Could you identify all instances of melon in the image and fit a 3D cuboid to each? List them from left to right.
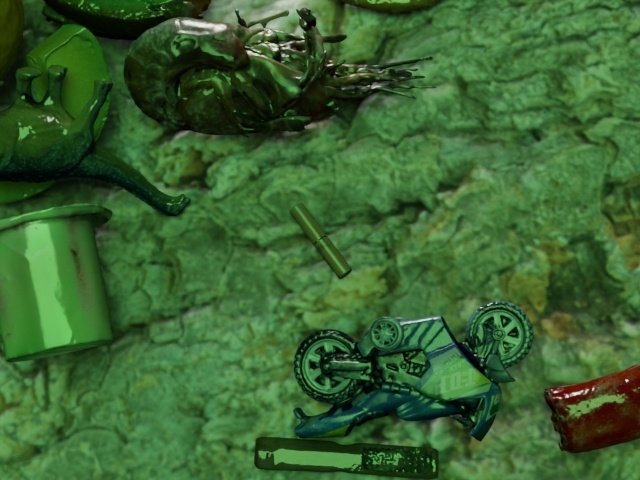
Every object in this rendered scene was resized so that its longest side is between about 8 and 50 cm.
[{"bbox_3d":[-0.308,-0.132,1.235,0.209,0.118,0.064,-43,39,-4],"label":"melon"}]

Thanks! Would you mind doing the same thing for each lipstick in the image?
[{"bbox_3d":[0.000,0.000,1.222,0.019,0.019,0.094,-36,76,-6],"label":"lipstick"}]

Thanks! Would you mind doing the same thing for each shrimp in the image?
[{"bbox_3d":[-0.040,-0.187,1.227,0.342,0.116,0.145,-2,110,-6],"label":"shrimp"}]

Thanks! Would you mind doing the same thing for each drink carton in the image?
[{"bbox_3d":[-0.278,0.047,1.175,0.144,0.146,0.142,-14,83,1],"label":"drink carton"}]

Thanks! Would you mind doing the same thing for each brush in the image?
[{"bbox_3d":[0.025,0.222,1.157,0.190,0.027,0.034,3,73,6],"label":"brush"}]

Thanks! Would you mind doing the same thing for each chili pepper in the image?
[{"bbox_3d":[0.293,0.166,1.133,0.123,0.070,0.073,-18,58,2],"label":"chili pepper"}]

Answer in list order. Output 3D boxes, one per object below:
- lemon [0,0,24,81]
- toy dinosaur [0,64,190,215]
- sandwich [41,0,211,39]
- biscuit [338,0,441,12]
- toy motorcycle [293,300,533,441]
[{"bbox_3d":[-0.464,-0.241,1.199,0.310,0.258,0.258,-34,75,-11],"label":"lemon"},{"bbox_3d":[-0.303,-0.106,1.167,0.362,0.076,0.147,4,110,-21],"label":"toy dinosaur"},{"bbox_3d":[-0.214,-0.303,1.274,0.184,0.109,0.160,12,78,7],"label":"sandwich"},{"bbox_3d":[0.081,-0.358,1.305,0.219,0.033,0.220,-1,75,3],"label":"biscuit"},{"bbox_3d":[0.093,0.143,1.144,0.254,0.092,0.136,-10,84,11],"label":"toy motorcycle"}]
